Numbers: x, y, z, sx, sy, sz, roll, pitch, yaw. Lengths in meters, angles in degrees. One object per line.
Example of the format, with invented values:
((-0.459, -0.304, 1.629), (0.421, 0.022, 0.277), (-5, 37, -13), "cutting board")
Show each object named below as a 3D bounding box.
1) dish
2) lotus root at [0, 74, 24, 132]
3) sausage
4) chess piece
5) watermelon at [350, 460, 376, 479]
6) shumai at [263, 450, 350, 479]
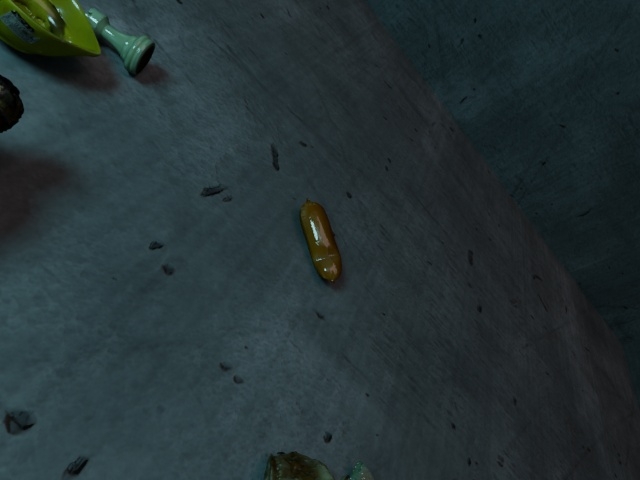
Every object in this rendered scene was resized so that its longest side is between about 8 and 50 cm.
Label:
((-0.409, -0.319, 0.592), (0.208, 0.080, 0.149), (47, 22, -35), "dish")
((-0.420, -0.089, 0.372), (0.173, 0.173, 0.309), (56, 37, -2), "lotus root")
((0.000, 0.000, 0.865), (0.062, 0.054, 0.183), (-15, 76, -19), "sausage")
((-0.335, -0.331, 0.720), (0.103, 0.067, 0.067), (33, 42, -17), "chess piece")
((0.072, 0.428, 0.631), (0.101, 0.080, 0.155), (-16, 92, -43), "watermelon")
((-0.012, 0.335, 0.556), (0.145, 0.116, 0.146), (27, 45, -32), "shumai")
